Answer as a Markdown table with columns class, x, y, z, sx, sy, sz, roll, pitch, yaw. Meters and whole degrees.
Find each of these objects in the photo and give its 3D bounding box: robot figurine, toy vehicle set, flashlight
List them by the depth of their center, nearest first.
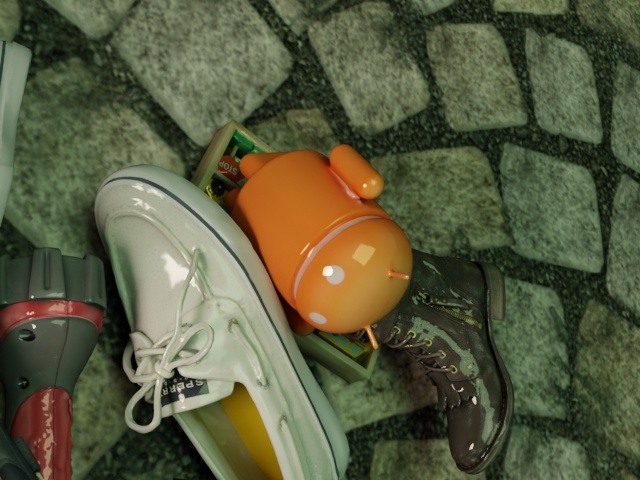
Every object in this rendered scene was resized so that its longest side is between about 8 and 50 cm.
| class | x | y | z | sx | sy | sz | roll | pitch | yaw |
| --- | --- | --- | --- | --- | --- | --- | --- | --- | --- |
| flashlight | -0.221 | 0.162 | 0.822 | 0.103 | 0.103 | 0.304 | 56 | 26 | -68 |
| robot figurine | 0.000 | -0.002 | 0.953 | 0.158 | 0.219 | 0.128 | -42 | 147 | -3 |
| toy vehicle set | -0.029 | 0.014 | 1.070 | 0.267 | 0.035 | 0.166 | 36 | 56 | -23 |

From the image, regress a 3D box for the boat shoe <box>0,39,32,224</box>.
| class | x | y | z | sx | sy | sz | roll | pitch | yaw |
| --- | --- | --- | --- | --- | --- | --- | --- | --- | --- |
| boat shoe | -0.305 | -0.079 | 0.873 | 0.076 | 0.083 | 0.226 | 12 | 56 | -22 |

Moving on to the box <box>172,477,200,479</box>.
| class | x | y | z | sx | sy | sz | roll | pitch | yaw |
| --- | --- | --- | --- | --- | --- | --- | --- | --- | --- |
| box | -0.103 | 0.336 | 0.875 | 0.190 | 0.045 | 0.184 | 52 | 52 | -29 |

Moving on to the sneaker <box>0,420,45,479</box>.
| class | x | y | z | sx | sy | sz | roll | pitch | yaw |
| --- | --- | --- | --- | --- | --- | --- | --- | --- | --- |
| sneaker | -0.279 | 0.174 | 0.734 | 0.127 | 0.126 | 0.321 | 31 | 24 | -49 |

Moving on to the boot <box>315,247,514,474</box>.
| class | x | y | z | sx | sy | sz | roll | pitch | yaw |
| --- | --- | --- | --- | --- | --- | --- | --- | --- | --- |
| boot | 0.086 | 0.103 | 1.062 | 0.229 | 0.091 | 0.262 | 16 | 62 | -28 |

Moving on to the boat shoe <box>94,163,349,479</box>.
| class | x | y | z | sx | sy | sz | roll | pitch | yaw |
| --- | --- | --- | --- | --- | --- | --- | --- | --- | --- |
| boat shoe | -0.113 | 0.113 | 0.902 | 0.367 | 0.136 | 0.156 | 63 | 31 | -11 |
